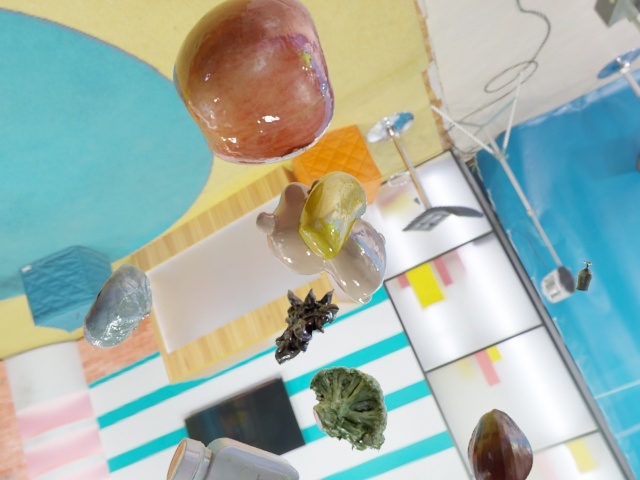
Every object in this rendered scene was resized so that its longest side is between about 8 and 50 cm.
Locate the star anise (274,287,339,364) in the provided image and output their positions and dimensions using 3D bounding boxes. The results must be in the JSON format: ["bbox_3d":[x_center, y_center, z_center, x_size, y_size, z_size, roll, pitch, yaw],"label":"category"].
[{"bbox_3d":[-0.056,0.251,1.532,0.129,0.212,0.283,28,134,-22],"label":"star anise"}]

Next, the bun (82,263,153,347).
[{"bbox_3d":[-0.319,0.109,0.819,0.140,0.083,0.141,-57,-171,15],"label":"bun"}]

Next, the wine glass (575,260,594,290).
[{"bbox_3d":[0.713,0.096,1.375,0.042,0.083,0.039,9,-172,-18],"label":"wine glass"}]

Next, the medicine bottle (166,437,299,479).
[{"bbox_3d":[-0.209,0.572,1.216,0.296,0.161,0.111,26,168,-19],"label":"medicine bottle"}]

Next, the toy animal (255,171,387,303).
[{"bbox_3d":[0.004,-0.015,1.248,0.247,0.277,0.345,-17,139,29],"label":"toy animal"}]

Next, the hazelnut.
[{"bbox_3d":[0.488,0.580,1.404,0.181,0.181,0.212,-44,167,7],"label":"hazelnut"}]

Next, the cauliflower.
[{"bbox_3d":[0.077,0.549,1.617,0.275,0.272,0.250,-10,179,44],"label":"cauliflower"}]

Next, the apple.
[{"bbox_3d":[-0.149,-0.345,1.127,0.364,0.363,0.364,-21,163,-6],"label":"apple"}]
